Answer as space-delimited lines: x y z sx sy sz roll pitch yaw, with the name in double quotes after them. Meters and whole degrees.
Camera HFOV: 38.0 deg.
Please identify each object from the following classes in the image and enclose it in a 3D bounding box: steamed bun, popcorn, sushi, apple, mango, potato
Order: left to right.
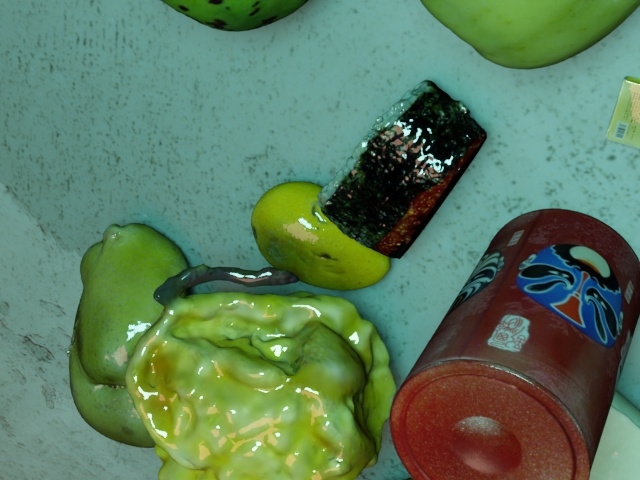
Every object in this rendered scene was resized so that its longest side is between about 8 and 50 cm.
-0.274 0.143 1.406 0.218 0.202 0.351 1 105 41 "potato"
-0.080 0.183 1.210 0.349 0.349 0.381 -12 123 33 "popcorn"
0.000 0.000 1.225 0.195 0.098 0.137 25 131 10 "mango"
0.093 -0.081 1.106 0.126 0.136 0.225 39 136 7 "sushi"
0.191 -0.303 0.864 0.279 0.279 0.279 14 123 22 "apple"
0.312 0.294 1.171 0.146 0.164 0.241 41 97 3 "steamed bun"

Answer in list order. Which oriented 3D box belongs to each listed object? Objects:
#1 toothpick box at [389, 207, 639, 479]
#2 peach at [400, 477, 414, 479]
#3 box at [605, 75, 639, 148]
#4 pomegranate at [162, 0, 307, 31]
0.229 0.125 1.022 0.204 0.333 0.204 14 124 21 "toothpick box"
0.144 0.504 1.277 0.343 0.302 0.343 162 90 -74 "peach"
0.387 -0.122 0.990 0.149 0.020 0.073 21 125 17 "box"
-0.109 -0.355 0.995 0.270 0.254 0.254 44 136 37 "pomegranate"
